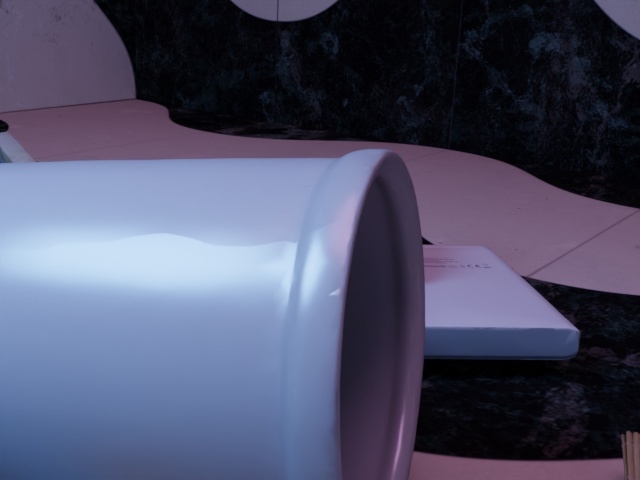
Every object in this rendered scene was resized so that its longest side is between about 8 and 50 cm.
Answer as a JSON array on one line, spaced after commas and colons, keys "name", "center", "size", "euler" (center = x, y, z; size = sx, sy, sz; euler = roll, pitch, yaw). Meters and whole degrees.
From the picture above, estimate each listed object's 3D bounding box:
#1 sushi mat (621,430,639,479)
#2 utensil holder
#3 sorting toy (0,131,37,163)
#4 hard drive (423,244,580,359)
[{"name": "sushi mat", "center": [0.328, 0.262, 0.739], "size": [0.152, 0.019, 0.316], "euler": [23, 21, 9]}, {"name": "utensil holder", "center": [-0.126, 0.087, 0.764], "size": [0.386, 0.327, 0.327], "euler": [1, 15, 17]}, {"name": "sorting toy", "center": [-0.386, 0.017, 1.104], "size": [0.090, 0.257, 0.255], "euler": [-15, 22, -23]}, {"name": "hard drive", "center": [0.184, 0.077, 1.255], "size": [0.233, 0.047, 0.353], "euler": [1, 16, -8]}]
